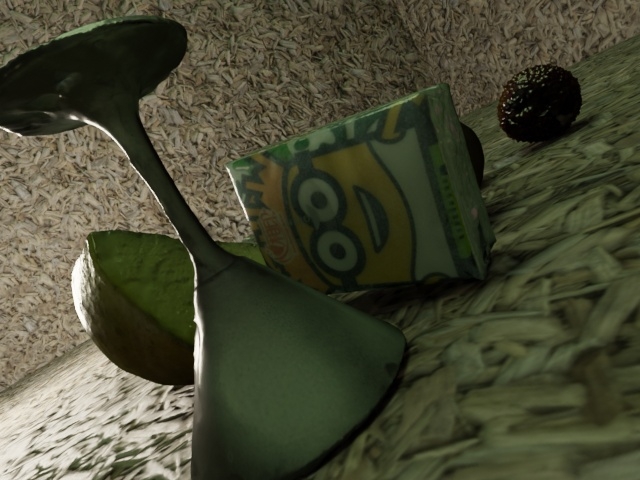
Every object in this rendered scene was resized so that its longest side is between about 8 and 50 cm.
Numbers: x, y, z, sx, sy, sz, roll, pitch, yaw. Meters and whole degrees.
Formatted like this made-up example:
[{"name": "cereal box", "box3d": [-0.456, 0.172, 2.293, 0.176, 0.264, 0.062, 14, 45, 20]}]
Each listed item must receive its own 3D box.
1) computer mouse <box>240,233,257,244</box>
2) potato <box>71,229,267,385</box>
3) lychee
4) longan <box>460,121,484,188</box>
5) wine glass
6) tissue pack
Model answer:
[{"name": "computer mouse", "box3d": [-0.042, 0.014, 1.086, 0.297, 0.121, 0.184, -25, 20, -29]}, {"name": "potato", "box3d": [-0.222, 0.151, 0.747, 0.331, 0.212, 0.280, 7, -41, -30]}, {"name": "lychee", "box3d": [0.501, -0.313, 1.072, 0.188, 0.188, 0.188, -29, 8, 4]}, {"name": "longan", "box3d": [0.133, -0.101, 0.813, 0.300, 0.243, 0.300, -41, -2, -2]}, {"name": "wine glass", "box3d": [-0.124, 0.007, 0.484, 0.267, 0.406, 0.267, -31, 6, 3]}, {"name": "tissue pack", "box3d": [0.048, -0.047, 0.626, 0.311, 0.227, 0.128, -11, 18, 35]}]
